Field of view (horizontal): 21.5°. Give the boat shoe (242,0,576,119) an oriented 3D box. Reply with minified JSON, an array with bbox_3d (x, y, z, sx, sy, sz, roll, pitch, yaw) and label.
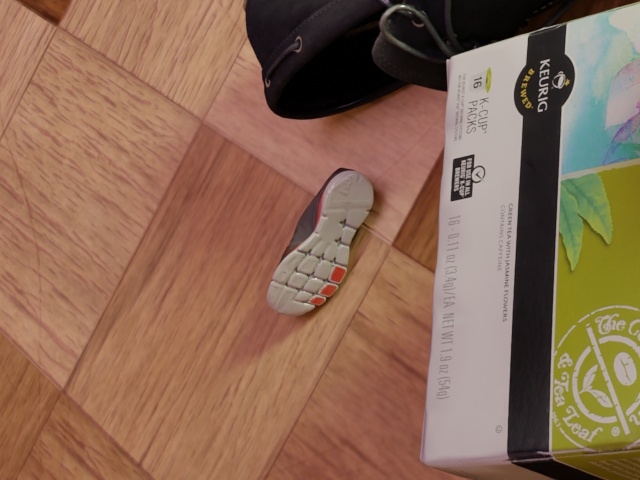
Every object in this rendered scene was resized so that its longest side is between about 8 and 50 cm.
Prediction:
[{"bbox_3d":[0.117,-0.214,1.489,0.500,0.187,0.156,-13,70,46],"label":"boat shoe"}]

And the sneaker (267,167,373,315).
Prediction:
[{"bbox_3d":[0.000,0.000,1.613,0.158,0.061,0.065,-57,18,9],"label":"sneaker"}]

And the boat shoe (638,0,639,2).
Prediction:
[{"bbox_3d":[0.317,-0.213,1.315,0.302,0.094,0.109,-35,22,38],"label":"boat shoe"}]

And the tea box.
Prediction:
[{"bbox_3d":[0.268,0.015,1.216,0.323,0.220,0.329,-12,65,39],"label":"tea box"}]
